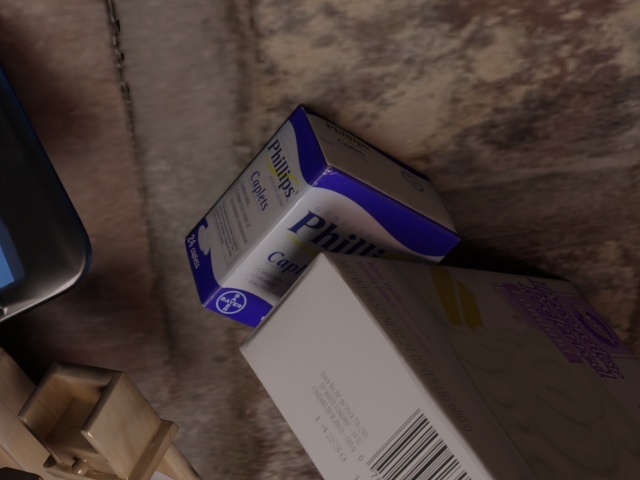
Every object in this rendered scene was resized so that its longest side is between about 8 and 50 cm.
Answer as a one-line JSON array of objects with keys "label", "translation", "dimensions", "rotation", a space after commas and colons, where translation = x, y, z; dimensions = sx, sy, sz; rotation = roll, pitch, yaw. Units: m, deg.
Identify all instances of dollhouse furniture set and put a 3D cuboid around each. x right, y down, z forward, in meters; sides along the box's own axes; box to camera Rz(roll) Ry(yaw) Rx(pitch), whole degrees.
[{"label": "dollhouse furniture set", "translation": [-0.277, 0.253, 0.739], "dimensions": [0.303, 0.355, 0.174], "rotation": [4, 140, 32]}]

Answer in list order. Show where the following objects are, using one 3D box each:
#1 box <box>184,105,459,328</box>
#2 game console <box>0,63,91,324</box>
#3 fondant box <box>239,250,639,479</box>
[{"label": "box", "translation": [0.000, 0.000, 0.807], "dimensions": [0.126, 0.072, 0.137], "rotation": [26, 117, -34]}, {"label": "game console", "translation": [-0.312, -0.033, 0.604], "dimensions": [0.293, 0.173, 0.250], "rotation": [-26, 154, 5]}, {"label": "fondant box", "translation": [0.135, 0.130, 0.779], "dimensions": [0.330, 0.238, 0.096], "rotation": [9, 127, -52]}]
